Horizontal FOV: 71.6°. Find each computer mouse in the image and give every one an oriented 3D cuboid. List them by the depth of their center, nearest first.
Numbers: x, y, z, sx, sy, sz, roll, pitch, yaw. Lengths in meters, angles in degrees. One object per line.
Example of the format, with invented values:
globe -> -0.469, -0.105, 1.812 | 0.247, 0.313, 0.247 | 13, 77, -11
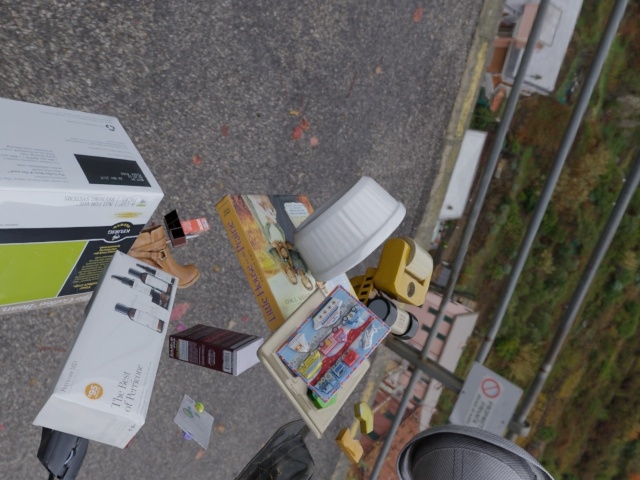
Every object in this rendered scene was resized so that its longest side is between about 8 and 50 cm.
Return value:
computer mouse -> -0.453, 0.411, 0.834 | 0.060, 0.262, 0.184 | -26, 121, -6

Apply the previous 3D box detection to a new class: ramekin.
ramekin -> 0.054, -0.036, 1.034 | 0.273, 0.273, 0.127 | -43, 98, -21

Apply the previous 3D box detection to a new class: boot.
boot -> -0.517, 0.055, 1.453 | 0.283, 0.108, 0.221 | -19, 109, -52

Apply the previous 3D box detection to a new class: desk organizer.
desk organizer -> -0.503, -0.043, 1.529 | 0.047, 0.130, 0.050 | -15, 150, -25

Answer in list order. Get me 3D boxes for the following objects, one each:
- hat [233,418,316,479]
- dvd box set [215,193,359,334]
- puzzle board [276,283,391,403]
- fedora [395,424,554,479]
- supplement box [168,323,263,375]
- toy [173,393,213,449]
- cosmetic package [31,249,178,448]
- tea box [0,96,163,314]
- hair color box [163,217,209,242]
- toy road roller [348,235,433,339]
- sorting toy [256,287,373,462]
hat -> -0.103, 0.665, 1.274 | 0.331, 0.134, 0.332 | -31, 146, -24
dvd box set -> -0.058, 0.074, 1.116 | 0.062, 0.421, 0.307 | -36, 162, 33
puzzle board -> 0.016, 0.133, 0.588 | 0.128, 0.096, 0.011 | -46, 157, -11
fedora -> 0.225, 0.410, 0.660 | 0.124, 0.243, 0.276 | -56, 139, -53
supplement box -> -0.297, 0.305, 1.260 | 0.130, 0.239, 0.073 | -12, 106, -63
toy -> -0.423, 0.600, 1.449 | 0.137, 0.237, 0.056 | 44, 87, -6
cosmetic package -> -0.249, 0.119, 0.549 | 0.098, 0.239, 0.060 | 28, 117, -25
tea box -> -0.517, -0.048, 0.759 | 0.324, 0.220, 0.328 | -48, 158, 26
hair color box -> -0.529, -0.040, 1.736 | 0.167, 0.093, 0.054 | -21, 86, -59
toy road roller -> 0.204, 0.152, 1.463 | 0.202, 0.240, 0.330 | 33, 74, -45
sorting toy -> 0.028, 0.274, 0.897 | 0.307, 0.041, 0.229 | 56, 44, -9
